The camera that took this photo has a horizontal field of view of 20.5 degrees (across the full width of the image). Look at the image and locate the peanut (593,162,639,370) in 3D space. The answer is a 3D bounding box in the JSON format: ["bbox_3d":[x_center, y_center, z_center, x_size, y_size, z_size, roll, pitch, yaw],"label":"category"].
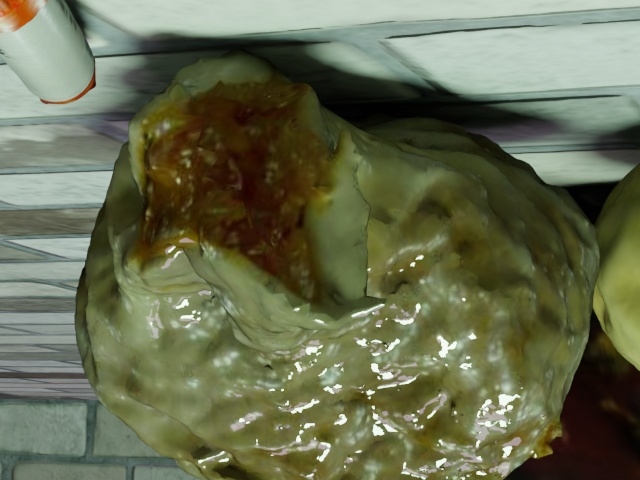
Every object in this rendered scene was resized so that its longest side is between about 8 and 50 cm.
[{"bbox_3d":[0.210,0.005,0.621,0.147,0.147,0.319,7,175,-31],"label":"peanut"}]

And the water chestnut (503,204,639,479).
[{"bbox_3d":[0.128,0.145,0.888,0.335,0.347,0.335,-2,179,0],"label":"water chestnut"}]

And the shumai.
[{"bbox_3d":[0.000,0.000,0.647,0.206,0.166,0.175,0,149,7],"label":"shumai"}]

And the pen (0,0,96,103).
[{"bbox_3d":[-0.082,-0.062,0.486,0.028,0.028,0.239,2,178,-3],"label":"pen"}]
